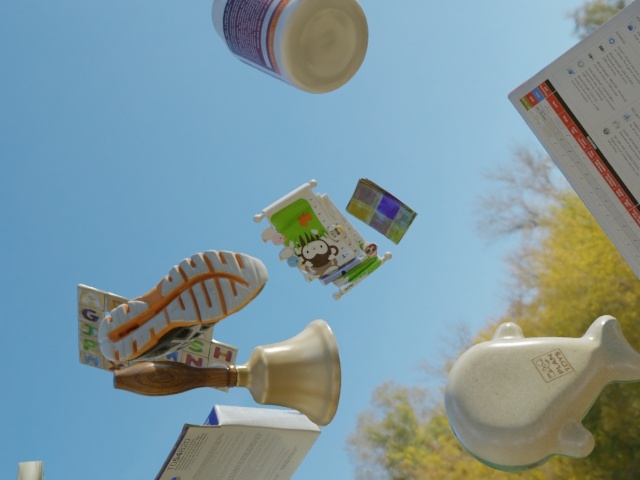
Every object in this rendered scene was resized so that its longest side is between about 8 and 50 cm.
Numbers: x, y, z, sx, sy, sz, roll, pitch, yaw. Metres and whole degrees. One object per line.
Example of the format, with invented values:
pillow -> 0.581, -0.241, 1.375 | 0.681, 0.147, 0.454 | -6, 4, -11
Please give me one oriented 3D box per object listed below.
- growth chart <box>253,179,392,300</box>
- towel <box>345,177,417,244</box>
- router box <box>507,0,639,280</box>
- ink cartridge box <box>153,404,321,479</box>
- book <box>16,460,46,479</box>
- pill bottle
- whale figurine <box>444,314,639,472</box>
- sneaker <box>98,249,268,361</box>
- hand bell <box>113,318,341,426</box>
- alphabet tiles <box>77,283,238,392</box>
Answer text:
growth chart -> 0.000, 0.000, 1.545 | 0.172, 0.237, 0.021 | -43, -4, -22
towel -> 0.073, -0.036, 1.001 | 0.009, 0.083, 0.060 | -48, -10, -49
router box -> 0.474, -0.153, 1.086 | 0.301, 0.336, 0.082 | -36, -3, 24
ink cartridge box -> -0.137, 0.305, 1.022 | 0.224, 0.045, 0.223 | 16, -68, -45
book -> -0.294, 0.308, 0.818 | 0.035, 0.144, 0.096 | 0, -30, -15
pill bottle -> -0.033, -0.183, 0.689 | 0.086, 0.152, 0.086 | -16, -59, -28
whale figurine -> 0.305, 0.208, 1.105 | 0.272, 0.216, 0.141 | -26, -40, -4
sneaker -> -0.154, 0.079, 0.950 | 0.214, 0.084, 0.083 | -25, -25, 12
hand bell -> -0.110, 0.153, 0.918 | 0.241, 0.126, 0.126 | 2, -60, -22
alphabet tiles -> -0.241, 0.159, 1.185 | 0.198, 0.237, 0.009 | 107, 179, -47
